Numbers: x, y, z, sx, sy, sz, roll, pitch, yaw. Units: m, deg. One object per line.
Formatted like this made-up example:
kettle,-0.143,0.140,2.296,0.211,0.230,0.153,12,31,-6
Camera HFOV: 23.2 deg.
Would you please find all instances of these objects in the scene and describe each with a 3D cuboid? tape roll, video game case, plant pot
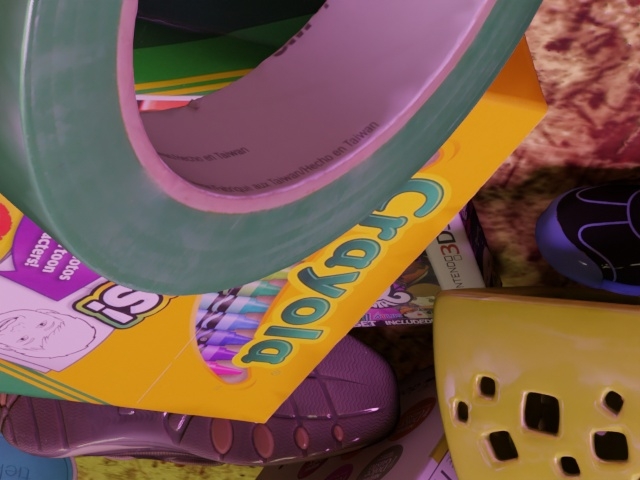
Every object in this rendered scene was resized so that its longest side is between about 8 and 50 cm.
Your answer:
tape roll,-0.011,-0.131,0.621,0.077,0.321,0.321,36,164,29
video game case,0.000,0.000,1.127,0.232,0.042,0.210,-3,148,16
plant pot,0.214,0.140,1.060,0.228,0.207,0.227,5,-178,30

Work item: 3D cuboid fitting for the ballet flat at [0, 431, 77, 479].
ballet flat,-0.432,0.193,1.485,0.400,0.139,0.139,19,148,-24

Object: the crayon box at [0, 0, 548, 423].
crayon box,-0.100,-0.032,0.914,0.313,0.106,0.363,11,142,-26

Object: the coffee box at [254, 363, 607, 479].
coffee box,0.096,0.340,1.293,0.338,0.334,0.338,47,140,-9

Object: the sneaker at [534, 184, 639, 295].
sneaker,0.262,-0.013,1.026,0.232,0.081,0.090,4,149,-11

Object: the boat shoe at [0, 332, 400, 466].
boat shoe,-0.096,0.125,1.310,0.355,0.132,0.130,0,170,21
